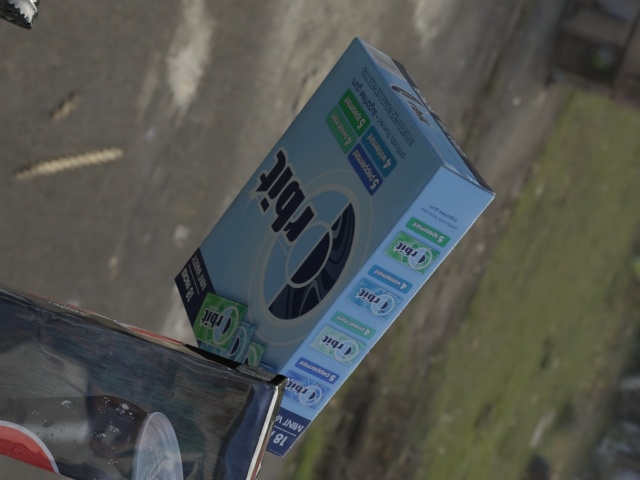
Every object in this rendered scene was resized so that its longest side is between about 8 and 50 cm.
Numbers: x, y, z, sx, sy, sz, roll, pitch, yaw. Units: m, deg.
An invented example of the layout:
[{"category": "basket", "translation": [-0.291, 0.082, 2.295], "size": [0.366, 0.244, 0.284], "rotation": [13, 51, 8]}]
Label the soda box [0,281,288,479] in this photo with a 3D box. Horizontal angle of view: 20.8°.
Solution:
[{"category": "soda box", "translation": [-0.101, 0.053, 0.645], "size": [0.053, 0.169, 0.060], "rotation": [46, 62, -85]}]

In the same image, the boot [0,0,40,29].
[{"category": "boot", "translation": [-0.275, -0.325, 1.599], "size": [0.207, 0.094, 0.246], "rotation": [-61, 165, -11]}]

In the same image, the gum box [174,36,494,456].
[{"category": "gum box", "translation": [0.000, 0.000, 0.954], "size": [0.184, 0.041, 0.157], "rotation": [-52, -149, 17]}]
